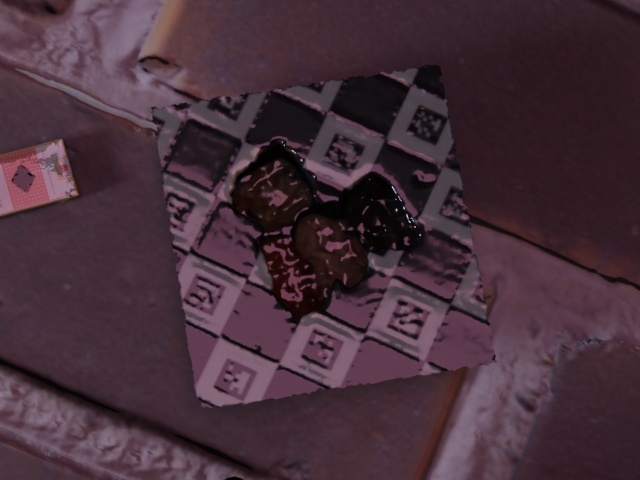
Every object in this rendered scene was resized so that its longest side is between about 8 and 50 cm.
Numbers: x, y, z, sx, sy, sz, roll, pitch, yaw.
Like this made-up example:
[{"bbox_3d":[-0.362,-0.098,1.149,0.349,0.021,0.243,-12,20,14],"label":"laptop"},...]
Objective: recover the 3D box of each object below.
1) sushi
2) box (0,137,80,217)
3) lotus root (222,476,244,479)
[{"bbox_3d":[0.000,0.000,1.427,0.219,0.047,0.231,-9,77,-5],"label":"sushi"},{"bbox_3d":[-0.223,-0.043,1.419,0.083,0.012,0.046,-16,82,-11],"label":"box"},{"bbox_3d":[-0.004,0.304,1.318,0.173,0.173,0.309,-26,85,-12],"label":"lotus root"}]
